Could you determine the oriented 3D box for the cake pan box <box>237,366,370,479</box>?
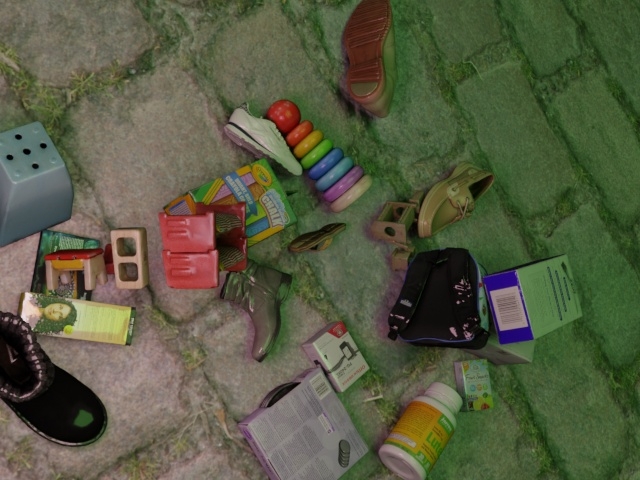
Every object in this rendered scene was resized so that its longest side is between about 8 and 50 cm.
[{"bbox_3d":[-0.039,0.475,1.765,0.246,0.070,0.267,-35,98,-34],"label":"cake pan box"}]

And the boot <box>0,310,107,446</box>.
[{"bbox_3d":[-0.536,0.279,1.395,0.348,0.260,0.131,41,61,-16],"label":"boot"}]

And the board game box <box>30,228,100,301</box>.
[{"bbox_3d":[-0.553,0.078,1.572,0.126,0.026,0.186,13,72,-29],"label":"board game box"}]

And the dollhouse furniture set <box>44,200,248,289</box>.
[{"bbox_3d":[-0.355,0.007,1.514,0.374,0.201,0.152,-1,99,11],"label":"dollhouse furniture set"}]

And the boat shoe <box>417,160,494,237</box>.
[{"bbox_3d":[0.393,-0.118,2.107,0.341,0.110,0.122,-46,142,-35],"label":"boat shoe"}]

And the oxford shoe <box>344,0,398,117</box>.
[{"bbox_3d":[0.156,-0.536,2.111,0.146,0.140,0.397,42,50,-52],"label":"oxford shoe"}]

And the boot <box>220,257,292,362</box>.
[{"bbox_3d":[-0.174,0.160,1.762,0.161,0.083,0.246,22,62,-18],"label":"boot"}]

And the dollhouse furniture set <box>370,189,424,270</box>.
[{"bbox_3d":[0.222,-0.031,2.055,0.182,0.101,0.161,-54,145,-48],"label":"dollhouse furniture set"}]

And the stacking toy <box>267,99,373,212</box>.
[{"bbox_3d":[-0.012,-0.237,1.921,0.330,0.141,0.141,50,59,-6],"label":"stacking toy"}]

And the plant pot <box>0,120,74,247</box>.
[{"bbox_3d":[-0.596,-0.124,1.456,0.165,0.234,0.166,-28,84,-33],"label":"plant pot"}]

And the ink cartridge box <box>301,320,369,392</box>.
[{"bbox_3d":[0.041,0.297,1.857,0.109,0.063,0.150,-35,97,-32],"label":"ink cartridge box"}]

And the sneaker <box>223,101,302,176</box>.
[{"bbox_3d":[-0.130,-0.252,1.862,0.235,0.090,0.095,38,72,-20],"label":"sneaker"}]

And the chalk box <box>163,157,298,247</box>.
[{"bbox_3d":[-0.189,-0.074,1.740,0.289,0.180,0.179,-30,95,-34],"label":"chalk box"}]

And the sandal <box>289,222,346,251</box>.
[{"bbox_3d":[0.000,0.000,1.909,0.180,0.072,0.049,-25,113,-37],"label":"sandal"}]

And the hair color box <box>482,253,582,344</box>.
[{"bbox_3d":[0.578,0.153,1.965,0.339,0.110,0.185,-9,84,-48],"label":"hair color box"}]

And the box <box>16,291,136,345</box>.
[{"bbox_3d":[-0.510,0.166,1.527,0.232,0.058,0.087,11,80,-30],"label":"box"}]

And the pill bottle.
[{"bbox_3d":[0.270,0.495,1.905,0.136,0.136,0.246,49,59,-13],"label":"pill bottle"}]

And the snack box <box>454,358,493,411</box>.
[{"bbox_3d":[0.439,0.414,2.085,0.100,0.037,0.141,1,78,-32],"label":"snack box"}]

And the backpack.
[{"bbox_3d":[0.343,0.158,1.963,0.213,0.276,0.263,32,61,-59],"label":"backpack"}]

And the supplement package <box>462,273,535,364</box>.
[{"bbox_3d":[0.507,0.231,2.103,0.194,0.149,0.203,25,67,-25],"label":"supplement package"}]
